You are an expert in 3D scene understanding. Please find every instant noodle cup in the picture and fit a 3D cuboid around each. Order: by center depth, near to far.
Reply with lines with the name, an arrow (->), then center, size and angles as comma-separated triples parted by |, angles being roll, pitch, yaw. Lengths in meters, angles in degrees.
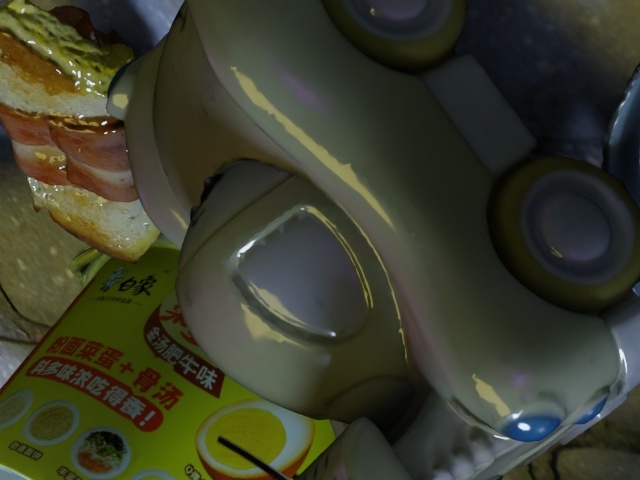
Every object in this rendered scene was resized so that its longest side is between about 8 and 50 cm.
instant noodle cup -> -0.125, 0.174, 1.425 | 0.311, 0.221, 0.311 | 26, 138, 25

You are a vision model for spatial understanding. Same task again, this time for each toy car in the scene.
toy car -> 0.000, 0.000, 1.081 | 0.336, 0.226, 0.242 | 53, 156, 8

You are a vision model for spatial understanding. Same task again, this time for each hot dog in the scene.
hot dog -> -0.153, -0.089, 1.314 | 0.123, 0.093, 0.261 | 22, 154, 16

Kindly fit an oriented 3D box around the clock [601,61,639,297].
clock -> 0.291, 0.000, 0.978 | 0.319, 0.066, 0.319 | 27, 141, 25
